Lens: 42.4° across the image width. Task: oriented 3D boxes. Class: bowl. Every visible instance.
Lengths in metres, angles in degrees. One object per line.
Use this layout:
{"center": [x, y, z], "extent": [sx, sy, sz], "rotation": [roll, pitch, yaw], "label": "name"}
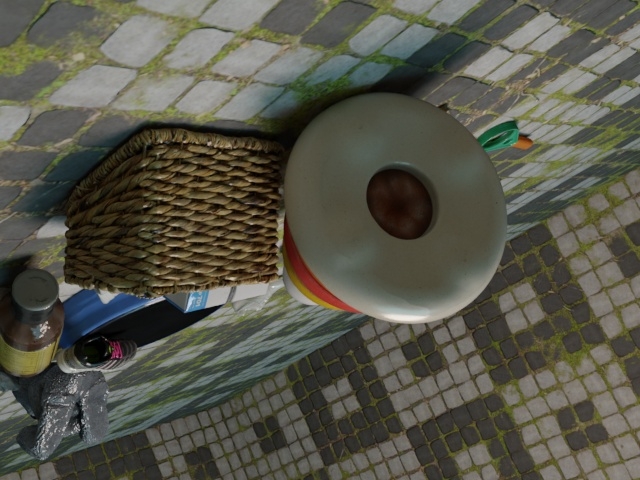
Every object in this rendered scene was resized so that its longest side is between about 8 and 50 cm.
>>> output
{"center": [-0.356, 0.141, 1.693], "extent": [0.391, 0.077, 0.391], "rotation": [-23, 166, -6], "label": "bowl"}

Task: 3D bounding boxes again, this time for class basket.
{"center": [-0.216, -0.047, 1.195], "extent": [0.213, 0.223, 0.299], "rotation": [6, -173, 35], "label": "basket"}

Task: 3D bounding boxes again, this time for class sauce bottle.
{"center": [-0.487, 0.138, 1.386], "extent": [0.111, 0.111, 0.344], "rotation": [-17, 164, -30], "label": "sauce bottle"}

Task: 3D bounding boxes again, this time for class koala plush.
{"center": [-0.588, 0.325, 1.788], "extent": [0.221, 0.203, 0.196], "rotation": [20, -165, 36], "label": "koala plush"}

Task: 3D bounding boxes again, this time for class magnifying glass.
{"center": [0.407, -0.217, 1.782], "extent": [0.092, 0.026, 0.231], "rotation": [-33, 165, 30], "label": "magnifying glass"}

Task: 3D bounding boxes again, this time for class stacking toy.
{"center": [0.049, -0.001, 1.368], "extent": [0.351, 0.350, 0.480], "rotation": [-19, 172, -24], "label": "stacking toy"}

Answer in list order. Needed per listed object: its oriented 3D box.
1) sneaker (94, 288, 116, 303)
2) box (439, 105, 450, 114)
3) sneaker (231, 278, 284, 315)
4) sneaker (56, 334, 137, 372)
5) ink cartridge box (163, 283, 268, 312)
{"center": [-0.348, 0.043, 1.376], "extent": [0.094, 0.080, 0.212], "rotation": [-33, 176, -15], "label": "sneaker"}
{"center": [0.159, -0.144, 1.499], "extent": [0.201, 0.021, 0.164], "rotation": [-41, 163, 0], "label": "box"}
{"center": [-0.153, 0.145, 2.099], "extent": [0.152, 0.061, 0.053], "rotation": [-25, 165, -6], "label": "sneaker"}
{"center": [-0.411, 0.213, 1.570], "extent": [0.075, 0.063, 0.170], "rotation": [-27, 163, 37], "label": "sneaker"}
{"center": [-0.200, 0.048, 1.455], "extent": [0.191, 0.140, 0.082], "rotation": [-8, 120, -47], "label": "ink cartridge box"}
